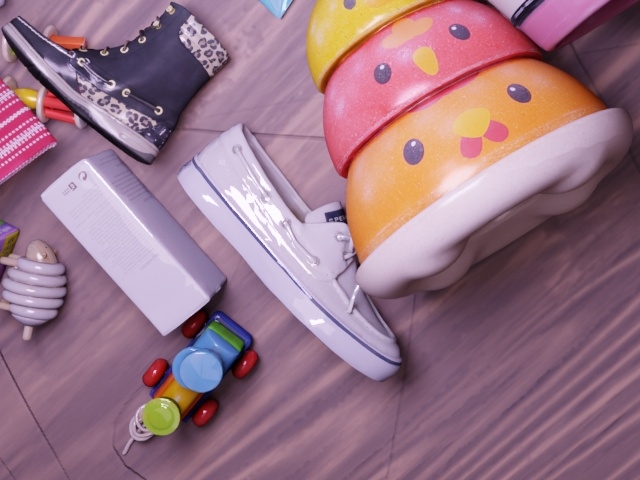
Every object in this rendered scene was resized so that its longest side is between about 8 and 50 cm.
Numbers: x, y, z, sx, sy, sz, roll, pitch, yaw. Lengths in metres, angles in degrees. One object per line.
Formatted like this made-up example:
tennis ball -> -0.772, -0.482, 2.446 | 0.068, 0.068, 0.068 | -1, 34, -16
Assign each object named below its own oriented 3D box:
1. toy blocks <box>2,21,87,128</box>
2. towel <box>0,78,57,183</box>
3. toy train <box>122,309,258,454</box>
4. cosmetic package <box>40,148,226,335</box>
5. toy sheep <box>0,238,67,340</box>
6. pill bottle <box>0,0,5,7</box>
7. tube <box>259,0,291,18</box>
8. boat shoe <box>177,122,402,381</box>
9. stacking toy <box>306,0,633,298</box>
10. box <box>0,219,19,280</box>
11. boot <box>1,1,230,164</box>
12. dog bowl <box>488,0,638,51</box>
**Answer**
toy blocks -> -0.322, -0.205, 1.514 | 0.148, 0.054, 0.123 | 9, 102, 5
towel -> -0.481, -0.153, 1.467 | 0.199, 0.031, 0.275 | -41, 75, -19
toy train -> -0.192, 0.211, 1.535 | 0.105, 0.143, 0.248 | 39, 103, -2
cosmetic package -> -0.230, 0.000, 1.514 | 0.085, 0.117, 0.231 | -39, 93, 13
toy sheep -> -0.371, 0.064, 1.558 | 0.091, 0.091, 0.132 | 11, 98, 4
pill bottle -> -0.448, -0.385, 1.460 | 0.119, 0.119, 0.208 | 0, 101, 7
tube -> -0.110, -0.363, 1.466 | 0.207, 0.052, 0.080 | 35, 110, -7
boat shoe -> 0.000, -0.002, 1.488 | 0.156, 0.136, 0.367 | -43, 84, 9
stacking toy -> 0.091, -0.203, 1.378 | 0.351, 0.350, 0.480 | -34, 79, 12
box -> -0.503, 0.089, 1.512 | 0.117, 0.213, 0.243 | 23, 102, 2
boot -> -0.244, -0.228, 1.461 | 0.236, 0.085, 0.178 | 41, 82, -11
dog bowl -> 0.327, -0.342, 1.203 | 0.408, 0.408, 0.150 | -34, 88, 12
